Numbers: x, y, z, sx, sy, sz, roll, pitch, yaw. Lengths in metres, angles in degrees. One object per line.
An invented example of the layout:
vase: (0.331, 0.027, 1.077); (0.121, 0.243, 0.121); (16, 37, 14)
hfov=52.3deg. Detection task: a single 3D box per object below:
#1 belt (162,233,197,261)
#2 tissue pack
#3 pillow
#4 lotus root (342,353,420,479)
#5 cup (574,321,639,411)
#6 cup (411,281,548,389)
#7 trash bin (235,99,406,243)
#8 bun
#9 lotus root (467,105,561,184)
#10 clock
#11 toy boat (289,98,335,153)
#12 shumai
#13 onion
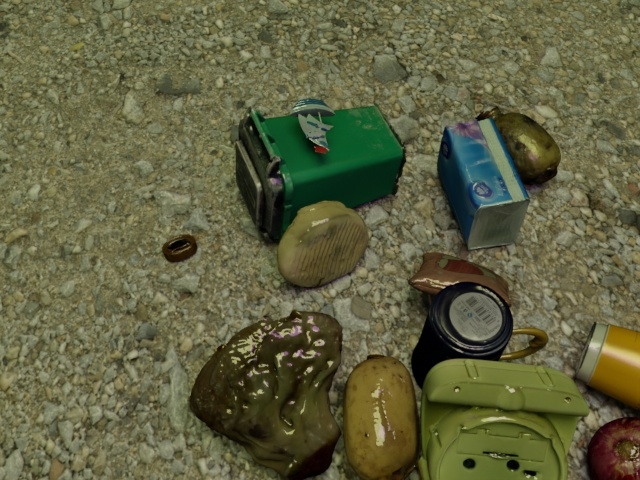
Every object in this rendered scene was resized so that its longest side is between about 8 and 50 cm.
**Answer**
belt: (-0.345, 0.018, 1.599); (0.083, 0.036, 0.059); (-22, 53, -14)
tissue pack: (0.391, -0.138, 1.608); (0.146, 0.198, 0.264); (-10, 57, -3)
pillow: (0.320, 0.092, 1.478); (0.223, 0.236, 0.084); (16, 103, 12)
lotus root: (0.123, 0.370, 1.304); (0.160, 0.146, 0.284); (7, 56, -19)
cup: (0.690, 0.280, 1.357); (0.279, 0.196, 0.196); (20, 59, 21)
cup: (0.326, 0.195, 1.359); (0.254, 0.256, 0.178); (-26, 61, -17)
trash bin: (-0.006, -0.197, 1.602); (0.380, 0.295, 0.259); (-17, 59, -18)
bun: (0.000, 0.000, 1.524); (0.237, 0.210, 0.116); (-18, 42, -27)
lotus root: (0.514, -0.264, 1.719); (0.154, 0.154, 0.278); (-30, 62, -18)
clock: (0.324, 0.399, 1.208); (0.285, 0.349, 0.117); (4, 15, 3)
toy boat: (-0.022, -0.262, 1.477); (0.105, 0.034, 0.150); (17, 61, -10)
shumai: (-0.078, 0.320, 1.291); (0.345, 0.217, 0.283); (-25, 62, -4)
onion: (0.615, 0.433, 1.275); (0.177, 0.153, 0.177); (-5, 61, 9)
